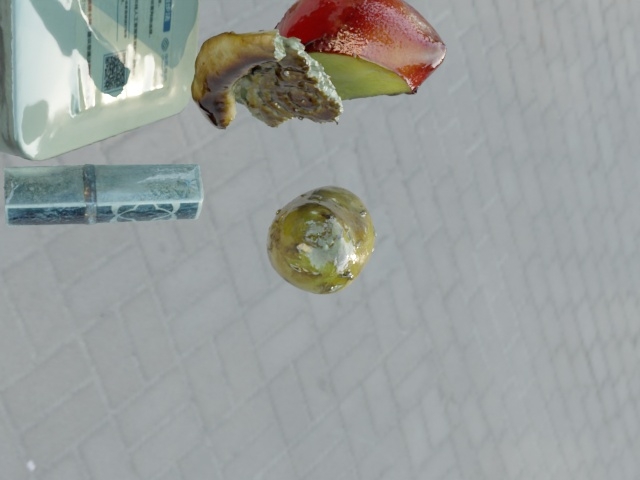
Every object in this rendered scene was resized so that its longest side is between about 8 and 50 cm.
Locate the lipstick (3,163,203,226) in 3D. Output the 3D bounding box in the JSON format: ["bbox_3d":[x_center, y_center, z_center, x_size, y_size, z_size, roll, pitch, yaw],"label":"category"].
[{"bbox_3d":[-0.318,-0.069,1.548,0.290,0.077,0.076,-4,64,-16],"label":"lipstick"}]

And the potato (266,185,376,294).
[{"bbox_3d":[0.000,0.000,1.366,0.176,0.137,0.137,-31,119,-59],"label":"potato"}]

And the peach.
[{"bbox_3d":[0.046,-0.293,1.501,0.154,0.267,0.158,27,70,-47],"label":"peach"}]

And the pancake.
[{"bbox_3d":[-0.093,-0.204,1.373,0.257,0.212,0.056,49,49,-58],"label":"pancake"}]

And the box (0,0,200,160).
[{"bbox_3d":[-0.293,-0.330,1.363,0.396,0.111,0.396,-32,134,-57],"label":"box"}]
